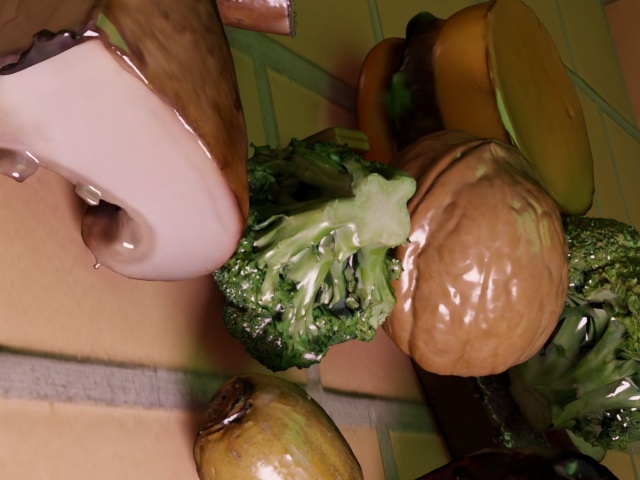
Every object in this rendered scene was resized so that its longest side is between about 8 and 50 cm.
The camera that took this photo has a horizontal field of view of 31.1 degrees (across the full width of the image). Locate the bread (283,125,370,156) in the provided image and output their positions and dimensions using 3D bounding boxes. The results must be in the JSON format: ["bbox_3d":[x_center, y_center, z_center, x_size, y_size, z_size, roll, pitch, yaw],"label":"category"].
[{"bbox_3d":[0.006,-0.119,1.535,0.090,0.094,0.035,1,70,-59],"label":"bread"}]

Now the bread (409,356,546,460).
[{"bbox_3d":[0.244,0.249,1.710,0.417,0.113,0.165,66,25,-6],"label":"bread"}]

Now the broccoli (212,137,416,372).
[{"bbox_3d":[0.000,0.000,1.279,0.294,0.245,0.265,-41,98,-28],"label":"broccoli"}]

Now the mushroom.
[{"bbox_3d":[-0.171,-0.200,1.124,0.313,0.224,0.397,43,37,-38],"label":"mushroom"}]

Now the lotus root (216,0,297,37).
[{"bbox_3d":[-0.118,-0.370,1.357,0.272,0.192,0.272,178,-90,-85],"label":"lotus root"}]

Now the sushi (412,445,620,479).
[{"bbox_3d":[0.226,0.428,1.372,0.281,0.299,0.294,21,49,-28],"label":"sushi"}]

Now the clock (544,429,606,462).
[{"bbox_3d":[0.471,0.263,2.153,0.318,0.080,0.318,41,39,-44],"label":"clock"}]

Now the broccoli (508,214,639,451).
[{"bbox_3d":[0.405,0.133,1.654,0.413,0.310,0.321,114,-29,-68],"label":"broccoli"}]

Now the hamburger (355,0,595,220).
[{"bbox_3d":[0.224,-0.169,1.765,0.396,0.277,0.396,36,45,-46],"label":"hamburger"}]

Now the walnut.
[{"bbox_3d":[0.185,0.015,1.471,0.277,0.252,0.313,-96,-172,-61],"label":"walnut"}]

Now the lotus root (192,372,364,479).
[{"bbox_3d":[-0.025,0.250,1.187,0.278,0.154,0.154,60,28,-30],"label":"lotus root"}]
